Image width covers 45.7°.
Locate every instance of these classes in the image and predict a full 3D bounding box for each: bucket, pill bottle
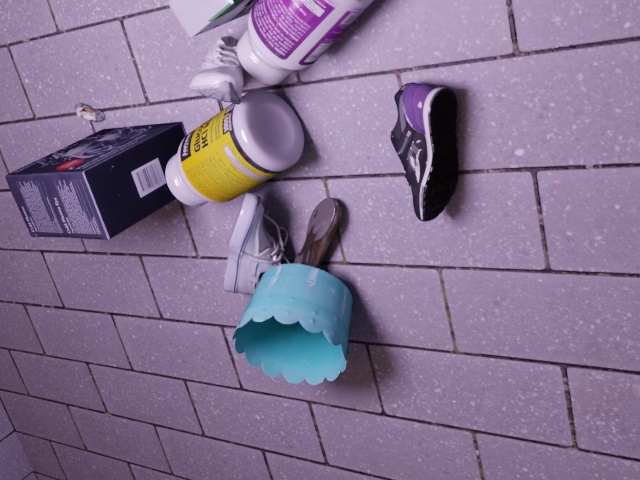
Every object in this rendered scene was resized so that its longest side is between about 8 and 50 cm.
[{"bbox_3d":[-0.055,0.200,1.821,0.281,0.183,0.281,10,141,9],"label":"bucket"},{"bbox_3d":[-0.038,-0.446,1.500,0.169,0.169,0.301,53,133,-1],"label":"pill bottle"},{"bbox_3d":[-0.211,-0.198,1.758,0.334,0.188,0.188,-24,100,42],"label":"pill bottle"}]

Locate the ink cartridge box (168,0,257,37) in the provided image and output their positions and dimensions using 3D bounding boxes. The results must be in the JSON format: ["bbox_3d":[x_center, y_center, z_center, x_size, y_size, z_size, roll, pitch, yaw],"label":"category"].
[{"bbox_3d":[-0.181,-0.509,1.544,0.153,0.208,0.087,-23,103,43],"label":"ink cartridge box"}]

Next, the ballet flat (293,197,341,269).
[{"bbox_3d":[0.000,0.000,1.814,0.084,0.058,0.250,62,139,42],"label":"ballet flat"}]

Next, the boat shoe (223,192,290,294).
[{"bbox_3d":[-0.144,0.029,1.870,0.156,0.136,0.367,15,139,-2],"label":"boat shoe"}]

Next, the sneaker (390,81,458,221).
[{"bbox_3d":[0.204,-0.182,1.540,0.124,0.107,0.283,25,125,42],"label":"sneaker"}]

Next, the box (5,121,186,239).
[{"bbox_3d":[-0.544,-0.155,1.924,0.312,0.343,0.179,0,117,36],"label":"box"}]

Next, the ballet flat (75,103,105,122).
[{"bbox_3d":[-0.647,-0.352,2.095,0.114,0.041,0.041,19,125,27],"label":"ballet flat"}]

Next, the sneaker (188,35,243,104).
[{"bbox_3d":[-0.214,-0.371,1.619,0.111,0.297,0.129,16,106,-19],"label":"sneaker"}]
